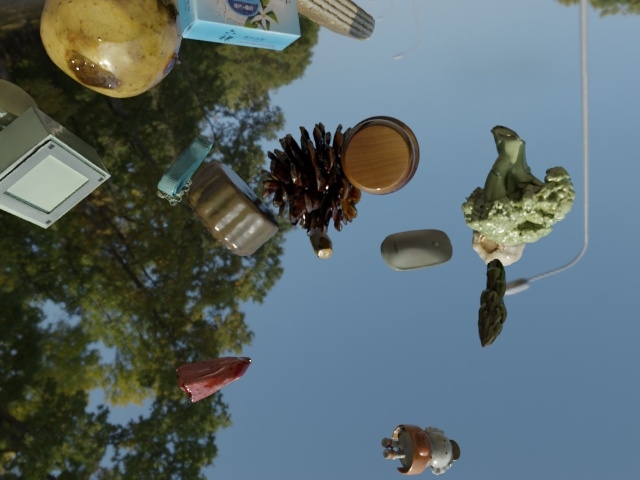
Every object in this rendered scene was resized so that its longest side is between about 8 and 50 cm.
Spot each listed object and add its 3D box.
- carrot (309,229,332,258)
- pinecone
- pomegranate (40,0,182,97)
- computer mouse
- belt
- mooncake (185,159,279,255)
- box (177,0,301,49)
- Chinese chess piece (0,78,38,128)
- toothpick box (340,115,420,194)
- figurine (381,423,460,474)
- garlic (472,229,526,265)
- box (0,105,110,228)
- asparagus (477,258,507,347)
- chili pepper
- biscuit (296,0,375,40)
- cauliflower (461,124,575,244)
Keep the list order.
[{"bbox_3d":[0.000,0.000,2.014,0.082,0.082,0.173,-17,-139,-1],"label":"carrot"},{"bbox_3d":[-0.025,-0.207,1.753,0.397,0.398,0.398,-12,-152,7],"label":"pinecone"},{"bbox_3d":[-0.411,-0.427,1.030,0.280,0.281,0.281,-12,-152,7],"label":"pomegranate"},{"bbox_3d":[0.435,0.037,2.316,0.330,0.095,0.197,-9,-117,-5],"label":"computer mouse"},{"bbox_3d":[-0.338,-0.182,1.288,0.179,0.065,0.100,-56,-178,-20],"label":"belt"},{"bbox_3d":[-0.268,-0.093,1.519,0.161,0.290,0.290,-43,-150,2],"label":"mooncake"},{"bbox_3d":[-0.160,-0.471,1.008,0.232,0.143,0.083,-7,179,-34],"label":"box"},{"bbox_3d":[-0.791,-0.340,1.292,0.058,0.144,0.144,-40,-159,20],"label":"Chinese chess piece"},{"bbox_3d":[0.132,-0.190,1.163,0.191,0.192,0.294,-10,-171,11],"label":"toothpick box"},{"bbox_3d":[0.305,0.628,1.533,0.143,0.271,0.144,-30,-130,43],"label":"figurine"},{"bbox_3d":[0.678,-0.013,1.854,0.225,0.199,0.199,-13,-158,-34],"label":"garlic"},{"bbox_3d":[-0.694,-0.171,1.267,0.225,0.225,0.117,-38,-113,1],"label":"box"},{"bbox_3d":[0.478,0.177,1.414,0.080,0.080,0.287,1,-135,29],"label":"asparagus"},{"bbox_3d":[-0.347,0.442,1.706,0.252,0.144,0.136,-16,-117,-18],"label":"chili pepper"},{"bbox_3d":[-0.008,-0.611,1.314,0.143,0.079,0.426,28,-163,28],"label":"biscuit"},{"bbox_3d":[0.513,-0.120,1.320,0.326,0.281,0.260,-28,-138,-26],"label":"cauliflower"}]
